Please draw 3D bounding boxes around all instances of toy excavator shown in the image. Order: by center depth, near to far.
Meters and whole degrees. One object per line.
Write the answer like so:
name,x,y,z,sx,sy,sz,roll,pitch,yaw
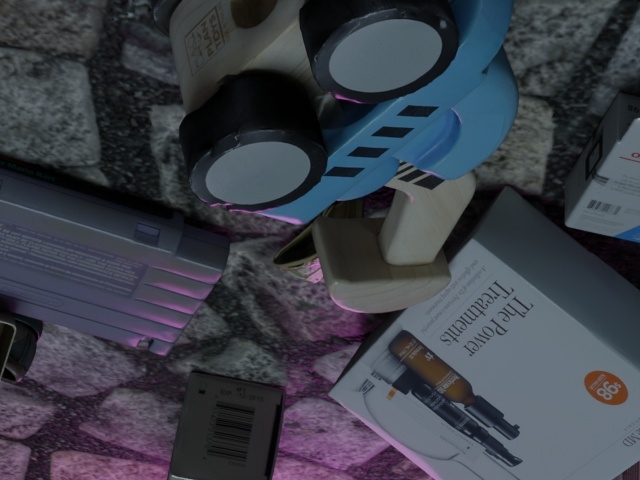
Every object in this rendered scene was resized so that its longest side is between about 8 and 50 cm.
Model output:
toy excavator,0.051,-0.098,1.309,0.445,0.222,0.433,17,136,-40

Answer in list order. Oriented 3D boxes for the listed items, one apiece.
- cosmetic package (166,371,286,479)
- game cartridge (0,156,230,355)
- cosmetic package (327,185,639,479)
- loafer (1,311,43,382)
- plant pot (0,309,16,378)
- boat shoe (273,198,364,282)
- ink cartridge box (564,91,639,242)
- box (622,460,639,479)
cosmetic package,-0.134,0.311,2.016,0.129,0.153,0.296,11,147,-4
game cartridge,-0.296,0.010,1.684,0.355,0.068,0.230,18,141,-15
cosmetic package,0.206,0.147,1.658,0.284,0.097,0.377,37,143,0
loafer,-0.467,0.106,1.832,0.267,0.084,0.096,9,148,-3
plant pot,-0.404,0.115,1.752,0.109,0.096,0.109,18,103,-8
boat shoe,0.000,-0.001,1.610,0.048,0.056,0.153,15,153,-19
ink cartridge box,0.305,-0.073,1.436,0.104,0.060,0.180,13,146,-7
box,0.422,0.279,1.784,0.058,0.232,0.322,12,147,-5
